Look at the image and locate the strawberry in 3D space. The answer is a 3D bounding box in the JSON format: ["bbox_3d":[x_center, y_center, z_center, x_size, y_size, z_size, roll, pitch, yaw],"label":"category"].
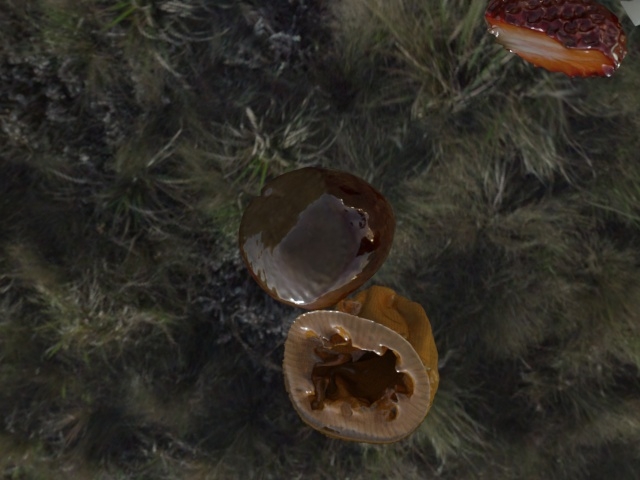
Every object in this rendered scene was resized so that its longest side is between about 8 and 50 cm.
[{"bbox_3d":[0.508,-0.460,1.308,0.265,0.336,0.149,24,102,-39],"label":"strawberry"}]

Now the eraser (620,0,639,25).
[{"bbox_3d":[0.778,-0.556,1.271,0.278,0.124,0.081,-25,77,1],"label":"eraser"}]

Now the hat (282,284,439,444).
[{"bbox_3d":[0.100,0.169,0.976,0.233,0.233,0.244,37,124,18],"label":"hat"}]

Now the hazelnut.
[{"bbox_3d":[0.000,0.000,0.605,0.154,0.143,0.143,-30,111,20],"label":"hazelnut"}]
